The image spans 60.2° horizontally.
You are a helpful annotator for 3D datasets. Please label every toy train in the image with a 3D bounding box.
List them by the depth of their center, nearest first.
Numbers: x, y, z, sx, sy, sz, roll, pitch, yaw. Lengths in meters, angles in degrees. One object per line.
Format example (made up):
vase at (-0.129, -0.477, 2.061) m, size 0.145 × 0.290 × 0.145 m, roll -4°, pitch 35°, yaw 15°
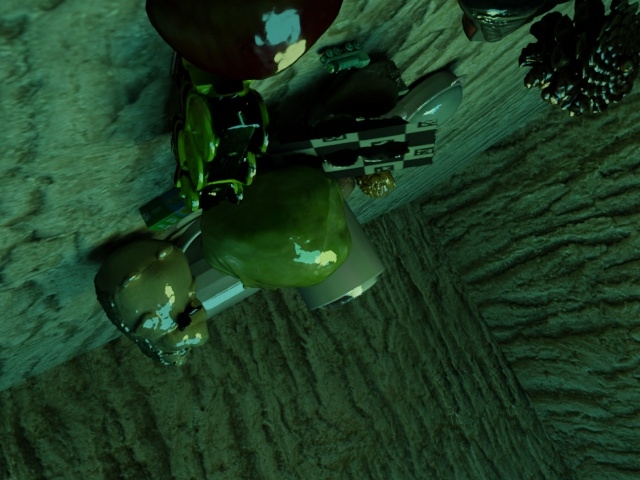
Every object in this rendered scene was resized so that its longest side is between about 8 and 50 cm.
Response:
toy train at (-0.156, -0.148, 0.788) m, size 0.100 × 0.161 × 0.296 m, roll -15°, pitch 166°, yaw -25°
toy train at (0.039, -0.300, 0.912) m, size 0.092 × 0.045 × 0.029 m, roll -27°, pitch 172°, yaw -33°

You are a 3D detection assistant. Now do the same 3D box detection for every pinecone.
pinecone at (0.434, -0.313, 0.927) m, size 0.207 × 0.208 × 0.208 m, roll -28°, pitch 174°, yaw -3°

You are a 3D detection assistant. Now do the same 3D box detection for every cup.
cup at (-0.303, 0.054, 1.580) m, size 0.326 × 0.237 × 0.323 m, roll -28°, pitch 144°, yaw 0°
cup at (0.000, 0.000, 1.596) m, size 0.253 × 0.372 × 0.253 m, roll -29°, pitch 179°, yaw -1°

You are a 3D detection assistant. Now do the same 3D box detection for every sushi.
sushi at (0.039, -0.211, 1.114) m, size 0.372 × 0.100 × 0.296 m, roll -8°, pitch 171°, yaw 9°

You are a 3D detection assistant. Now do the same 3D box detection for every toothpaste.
toothpaste at (-0.252, -0.107, 1.170) m, size 0.266 × 0.050 × 0.065 m, roll -29°, pitch 173°, yaw 8°

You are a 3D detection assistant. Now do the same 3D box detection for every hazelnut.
hazelnut at (-0.058, -0.248, 0.518) m, size 0.170 × 0.160 × 0.202 m, roll -15°, pitch -133°, yaw 61°

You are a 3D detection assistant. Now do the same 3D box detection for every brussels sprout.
brussels sprout at (-0.083, -0.028, 1.116) m, size 0.327 × 0.247 × 0.328 m, roll 10°, pitch 164°, yaw 3°

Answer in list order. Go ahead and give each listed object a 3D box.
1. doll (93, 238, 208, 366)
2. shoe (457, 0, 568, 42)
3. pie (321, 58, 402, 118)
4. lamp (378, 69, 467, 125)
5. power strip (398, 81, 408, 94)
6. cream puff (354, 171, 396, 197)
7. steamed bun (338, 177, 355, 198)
doll at (-0.403, 0.162, 1.376) m, size 0.247 × 0.247 × 0.350 m, roll -26°, pitch 132°, yaw -24°
shoe at (0.287, -0.395, 0.912) m, size 0.336 × 0.132 × 0.171 m, roll -30°, pitch 180°, yaw -39°
pie at (0.081, -0.286, 1.090) m, size 0.163 × 0.079 × 0.193 m, roll -16°, pitch 175°, yaw 3°
lamp at (0.257, -0.326, 1.384) m, size 0.245 × 0.108 × 0.179 m, roll -29°, pitch 170°, yaw 7°
power strip at (0.170, -0.341, 1.247) m, size 0.083 × 0.027 × 0.017 m, roll -26°, pitch 173°, yaw -38°
cream puff at (0.162, -0.206, 1.725) m, size 0.115 × 0.150 × 0.165 m, roll -23°, pitch -142°, yaw 10°
steamed bun at (0.027, -0.162, 1.753) m, size 0.175 × 0.106 × 0.145 m, roll -43°, pitch 166°, yaw 8°
